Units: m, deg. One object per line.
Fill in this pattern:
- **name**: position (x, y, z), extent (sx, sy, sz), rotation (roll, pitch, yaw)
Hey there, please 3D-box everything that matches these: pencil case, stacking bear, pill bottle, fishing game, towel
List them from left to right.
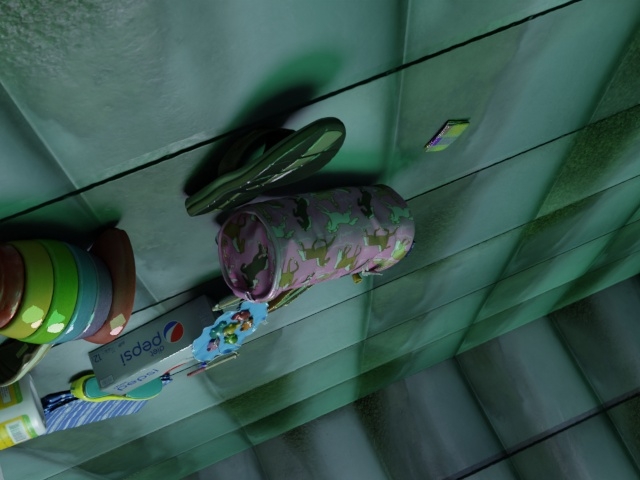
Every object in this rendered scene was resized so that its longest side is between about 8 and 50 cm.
- **pill bottle**: position (-0.675, 0.354, 1.479), extent (0.246, 0.136, 0.136), rotation (-18, 158, -17)
- **stacking bear**: position (-0.424, 0.063, 1.076), extent (0.175, 0.164, 0.289), rotation (-37, 151, 27)
- **towel**: position (-0.558, 0.417, 1.888), extent (0.336, 0.040, 0.243), rotation (-5, 151, -42)
- **fishing game**: position (-0.178, 0.191, 1.554), extent (0.189, 0.041, 0.264), rotation (-19, 150, -40)
- **pencil case**: position (0.000, 0.000, 1.327), extent (0.386, 0.167, 0.160), rotation (-10, 160, -47)
- **towel**: position (0.232, -0.192, 1.397), extent (0.060, 0.009, 0.083), rotation (-11, 155, -35)

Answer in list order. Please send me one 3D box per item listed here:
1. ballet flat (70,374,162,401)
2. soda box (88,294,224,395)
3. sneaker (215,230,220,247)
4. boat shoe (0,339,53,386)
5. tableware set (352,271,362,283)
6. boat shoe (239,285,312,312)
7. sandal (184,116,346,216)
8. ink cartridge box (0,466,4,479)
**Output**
- **ballet flat**: position (-0.477, 0.337, 1.766), extent (0.077, 0.077, 0.231), rotation (-14, 165, 36)
- **soda box**: position (-0.337, 0.225, 1.616), extent (0.286, 0.091, 0.098), rotation (-27, 159, 3)
- **sneaker**: position (-0.140, 0.043, 1.411), extent (0.091, 0.094, 0.258), rotation (-33, 158, 9)
- **boat shoe**: position (-0.536, 0.208, 1.401), extent (0.190, 0.068, 0.072), rotation (-36, 168, 24)
- **tableware set**: position (0.103, 0.063, 1.824), extent (0.104, 0.024, 0.154), rotation (-20, 158, -14)
- **boat shoe**: position (-0.078, 0.107, 1.654), extent (0.207, 0.073, 0.073), rotation (-30, 156, 12)
- **sandal**: position (-0.099, -0.117, 1.119), extent (0.303, 0.086, 0.120), rotation (-22, 170, 34)
- **ink cartridge box**: position (-0.694, 0.388, 1.241), extent (0.197, 0.198, 0.270), rotation (-19, 172, 12)
